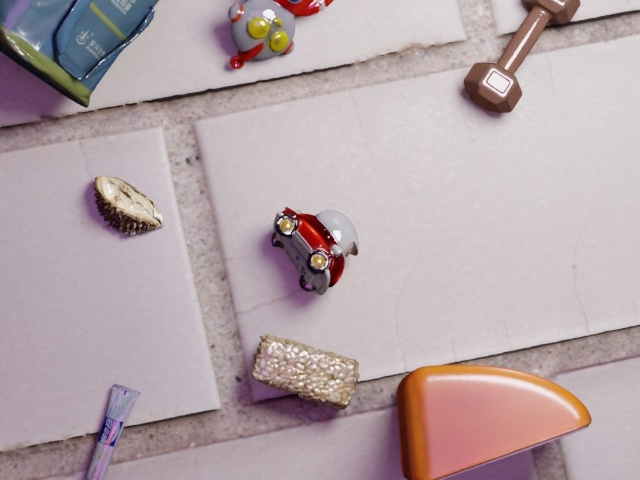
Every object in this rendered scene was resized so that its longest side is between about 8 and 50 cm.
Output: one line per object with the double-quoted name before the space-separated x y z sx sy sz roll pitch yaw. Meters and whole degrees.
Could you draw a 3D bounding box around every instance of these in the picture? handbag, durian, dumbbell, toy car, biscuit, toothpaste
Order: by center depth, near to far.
"handbag" -0.376 -0.359 1.547 0.222 0.263 0.241 34 89 25
"biscuit" -0.023 0.201 1.623 0.169 0.070 0.082 17 90 -3
"toy car" 0.000 0.000 1.625 0.112 0.112 0.139 -34 79 -18
"toothpaste" -0.326 0.306 1.628 0.045 0.028 0.169 19 84 6
"durian" -0.306 -0.048 1.651 0.130 0.052 0.066 37 48 -3
"dumbbell" 0.315 -0.310 1.656 0.092 0.082 0.231 34 86 -1

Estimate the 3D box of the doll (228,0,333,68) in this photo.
"doll" -0.063 -0.363 1.631 0.142 0.076 0.245 31 103 -32

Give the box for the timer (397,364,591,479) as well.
"timer" 0.243 0.261 1.539 0.250 0.257 0.161 -4 80 0
